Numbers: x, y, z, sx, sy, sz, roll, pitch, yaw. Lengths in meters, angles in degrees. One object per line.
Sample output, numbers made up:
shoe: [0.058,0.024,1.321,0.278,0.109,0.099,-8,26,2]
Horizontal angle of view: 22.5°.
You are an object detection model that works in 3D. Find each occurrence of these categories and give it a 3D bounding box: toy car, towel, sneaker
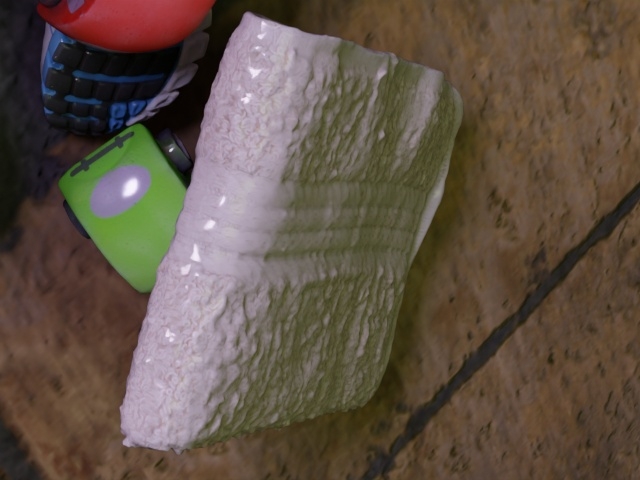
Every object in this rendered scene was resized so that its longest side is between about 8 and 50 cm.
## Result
toy car: [-0.095,-0.035,0.684,0.239,0.053,0.225,-35,141,5]
towel: [0.000,0.000,0.760,0.282,0.049,0.187,-2,109,-71]
sneaker: [-0.086,-0.133,0.694,0.071,0.083,0.191,-4,133,-32]
